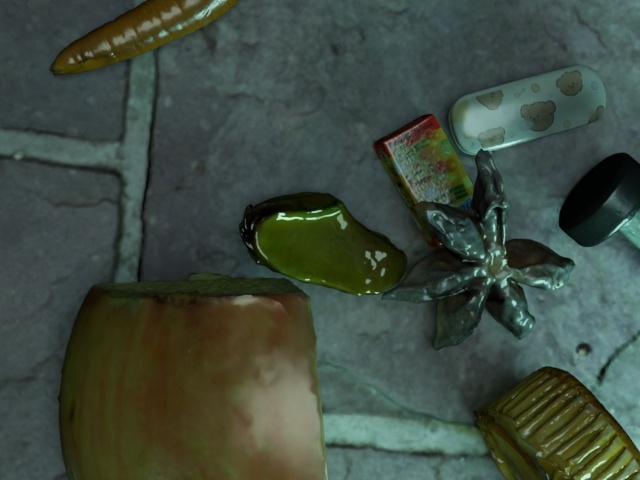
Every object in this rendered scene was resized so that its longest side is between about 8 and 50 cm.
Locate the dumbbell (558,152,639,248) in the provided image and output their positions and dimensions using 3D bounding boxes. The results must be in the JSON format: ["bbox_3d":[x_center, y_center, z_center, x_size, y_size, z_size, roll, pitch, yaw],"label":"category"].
[{"bbox_3d":[0.339,0.006,1.154,0.191,0.100,0.100,38,84,-8],"label":"dumbbell"}]

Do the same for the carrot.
[{"bbox_3d":[-0.130,-0.225,1.085,0.271,0.062,0.066,-42,131,-3],"label":"carrot"}]

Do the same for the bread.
[{"bbox_3d":[0.242,0.216,1.098,0.104,0.199,0.199,-34,97,-9],"label":"bread"}]

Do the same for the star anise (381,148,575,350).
[{"bbox_3d":[0.154,0.033,1.116,0.172,0.063,0.208,-43,123,0],"label":"star anise"}]

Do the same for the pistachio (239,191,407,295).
[{"bbox_3d":[0.000,0.000,1.115,0.173,0.049,0.089,17,81,-20],"label":"pistachio"}]

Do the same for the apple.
[{"bbox_3d":[-0.089,0.186,1.032,0.252,0.314,0.308,-2,92,-53],"label":"apple"}]

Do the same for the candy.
[{"bbox_3d":[0.109,-0.059,1.140,0.062,0.038,0.122,-30,97,-9],"label":"candy"}]

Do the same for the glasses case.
[{"bbox_3d":[0.207,-0.131,1.155,0.164,0.041,0.063,-15,94,-10],"label":"glasses case"}]
